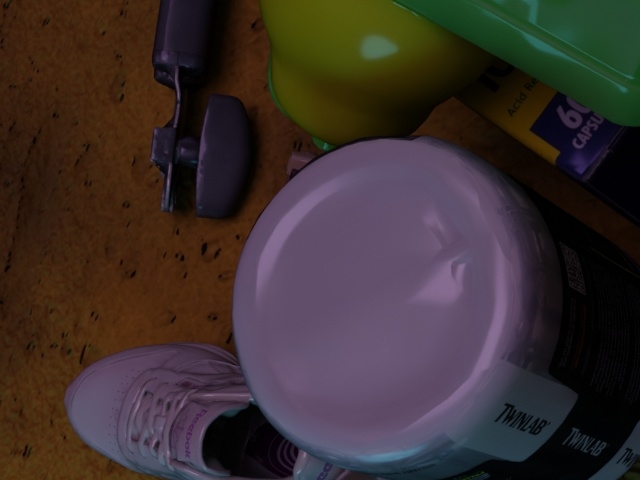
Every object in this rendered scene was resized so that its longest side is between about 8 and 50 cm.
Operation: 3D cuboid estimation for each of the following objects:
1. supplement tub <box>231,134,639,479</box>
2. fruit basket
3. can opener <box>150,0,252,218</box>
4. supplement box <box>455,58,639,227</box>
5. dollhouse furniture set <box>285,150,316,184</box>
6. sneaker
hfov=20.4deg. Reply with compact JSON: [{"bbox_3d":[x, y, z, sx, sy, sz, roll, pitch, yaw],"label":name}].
[{"bbox_3d":[0.106,0.067,1.173,0.207,0.338,0.207,-8,73,28],"label":"supplement tub"},{"bbox_3d":[0.081,-0.221,1.095,0.392,0.392,0.283,16,64,32],"label":"fruit basket"},{"bbox_3d":[-0.095,-0.157,1.521,0.095,0.076,0.283,8,78,-2],"label":"can opener"},{"bbox_3d":[0.151,-0.185,1.300,0.356,0.195,0.194,39,97,32],"label":"supplement box"},{"bbox_3d":[0.000,0.000,1.447,0.081,0.091,0.114,15,111,-7],"label":"dollhouse furniture set"},{"bbox_3d":[-0.090,0.135,1.377,0.305,0.152,0.114,8,83,32],"label":"sneaker"}]
